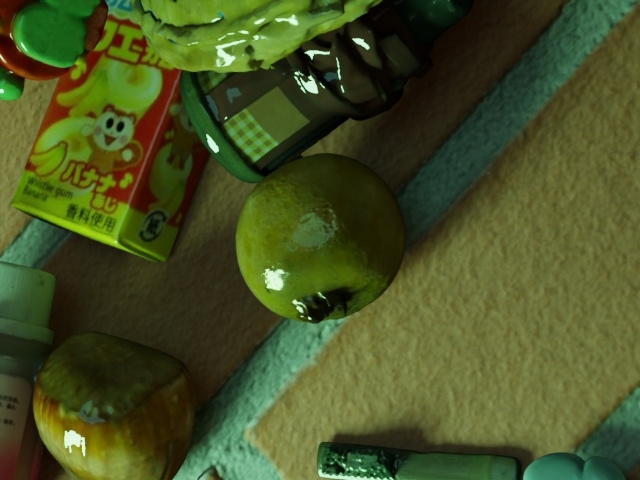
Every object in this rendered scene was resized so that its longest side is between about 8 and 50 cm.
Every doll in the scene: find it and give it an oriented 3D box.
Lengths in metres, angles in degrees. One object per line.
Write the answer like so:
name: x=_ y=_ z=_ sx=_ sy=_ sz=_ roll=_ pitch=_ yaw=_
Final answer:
doll: x=-0.328 y=-0.236 z=1.764 sx=0.363 sy=0.160 sz=0.182 roll=19 pitch=95 yaw=63

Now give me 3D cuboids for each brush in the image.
brush: x=0.079 y=0.194 z=1.562 sx=0.190 sy=0.027 sz=0.034 roll=2 pitch=80 yaw=27

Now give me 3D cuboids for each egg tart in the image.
egg tart: x=-0.036 y=-0.325 z=1.569 sx=0.388 sy=0.169 sz=0.387 roll=-26 pitch=41 yaw=25

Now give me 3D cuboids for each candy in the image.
candy: x=-0.175 y=-0.131 z=1.742 sx=0.146 sy=0.088 sz=0.276 roll=20 pitch=86 yaw=31

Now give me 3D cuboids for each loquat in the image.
loquat: x=0.000 y=0.000 z=1.589 sx=0.163 sy=0.137 sz=0.163 roll=-5 pitch=67 yaw=11

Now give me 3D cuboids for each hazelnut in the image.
hazelnut: x=-0.185 y=0.161 z=1.658 sx=0.150 sy=0.150 sz=0.150 roll=-7 pitch=74 yaw=26

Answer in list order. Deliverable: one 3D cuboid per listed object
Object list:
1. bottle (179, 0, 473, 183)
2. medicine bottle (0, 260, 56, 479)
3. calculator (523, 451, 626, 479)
bottle: x=0.016 y=-0.169 z=1.628 sx=0.271 sy=0.143 sz=0.156 roll=-32 pitch=24 yaw=20
medicine bottle: x=-0.320 y=0.144 z=1.715 sx=0.147 sy=0.147 sz=0.247 roll=4 pitch=79 yaw=28
calculator: x=0.206 y=0.311 z=1.434 sx=0.188 sy=0.042 sz=0.302 roll=-8 pitch=60 yaw=20
